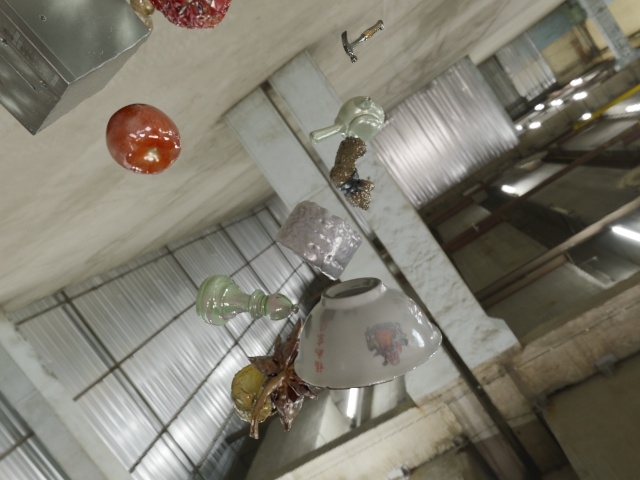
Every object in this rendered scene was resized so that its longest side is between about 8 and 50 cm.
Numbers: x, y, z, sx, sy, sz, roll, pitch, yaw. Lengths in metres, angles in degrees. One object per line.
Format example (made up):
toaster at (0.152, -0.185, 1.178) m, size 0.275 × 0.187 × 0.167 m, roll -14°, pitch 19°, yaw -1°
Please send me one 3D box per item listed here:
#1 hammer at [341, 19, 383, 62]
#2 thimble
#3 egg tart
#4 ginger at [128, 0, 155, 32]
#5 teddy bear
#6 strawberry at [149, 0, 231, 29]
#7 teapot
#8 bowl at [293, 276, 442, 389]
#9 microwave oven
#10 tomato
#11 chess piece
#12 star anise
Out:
hammer at (0.118, -0.559, 1.220) m, size 0.021 × 0.078 × 0.201 m, roll -9°, pitch -147°, yaw 47°
thimble at (0.000, 0.000, 1.309) m, size 0.217 × 0.245 × 0.157 m, roll 31°, pitch -95°, yaw 48°
egg tart at (-0.217, 0.490, 1.512) m, size 0.252 × 0.098 × 0.231 m, roll -5°, pitch -121°, yaw 35°
ginger at (-0.744, -0.809, 1.705) m, size 0.304 × 0.155 × 0.244 m, roll -59°, pitch -161°, yaw -17°
teddy bear at (0.093, -0.212, 1.461) m, size 0.129 × 0.251 × 0.182 m, roll -18°, pitch -154°, yaw -4°
strawberry at (-0.287, -0.537, 0.961) m, size 0.187 × 0.184 × 0.201 m, roll -11°, pitch -175°, yaw -19°
teapot at (0.122, -0.475, 1.900) m, size 0.318 × 0.220 × 0.149 m, roll -31°, pitch -135°, yaw 14°
bowl at (0.089, 0.180, 1.022) m, size 0.346 × 0.157 × 0.345 m, roll -14°, pitch -170°, yaw 2°
microwave oven at (-0.751, -0.546, 1.299) m, size 0.432 × 0.236 × 0.374 m, roll -10°, pitch -143°, yaw 47°
tomato at (-0.526, -0.302, 1.334) m, size 0.208 × 0.184 × 0.208 m, roll -24°, pitch 141°, yaw -22°
chess piece at (-0.178, 0.165, 1.169) m, size 0.272 × 0.139 × 0.139 m, roll 3°, pitch -158°, yaw 23°
star anise at (-0.107, 0.412, 1.362) m, size 0.349 × 0.109 × 0.292 m, roll -37°, pitch -138°, yaw 11°
